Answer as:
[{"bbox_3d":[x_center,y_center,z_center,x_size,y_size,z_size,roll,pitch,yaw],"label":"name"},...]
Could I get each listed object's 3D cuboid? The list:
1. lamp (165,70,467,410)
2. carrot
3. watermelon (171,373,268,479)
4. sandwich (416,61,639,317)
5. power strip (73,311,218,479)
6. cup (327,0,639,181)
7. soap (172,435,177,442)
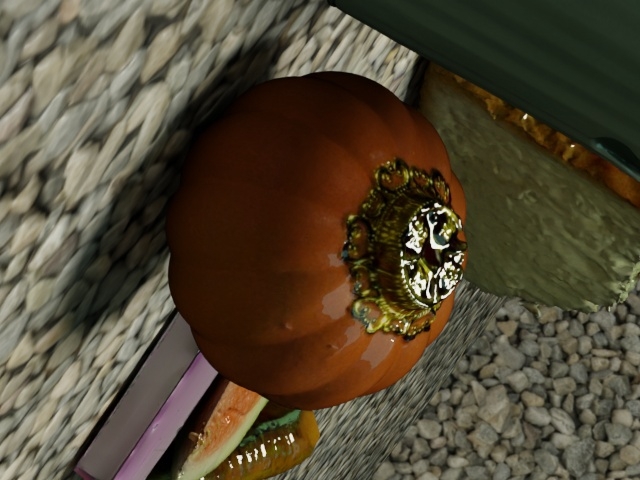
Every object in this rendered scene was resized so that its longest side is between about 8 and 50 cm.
[{"bbox_3d":[0.000,0.000,1.235,0.223,0.196,0.223,-10,104,-47],"label":"lamp"},{"bbox_3d":[-0.099,0.197,1.616,0.260,0.070,0.070,-22,147,-48],"label":"carrot"},{"bbox_3d":[-0.061,0.097,1.574,0.245,0.063,0.119,-57,174,-10],"label":"watermelon"},{"bbox_3d":[0.207,-0.060,1.779,0.131,0.262,0.325,-52,169,-27],"label":"sandwich"},{"bbox_3d":[-0.097,0.083,1.478,0.279,0.037,0.109,-56,170,0],"label":"power strip"},{"bbox_3d":[0.249,-0.214,1.224,0.401,0.392,0.310,-53,176,-42],"label":"cup"},{"bbox_3d":[-0.120,0.198,1.724,0.252,0.037,0.092,-55,170,-6],"label":"soap"}]
